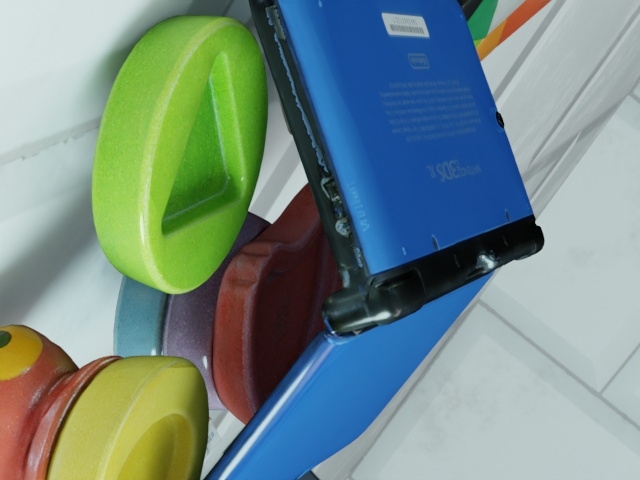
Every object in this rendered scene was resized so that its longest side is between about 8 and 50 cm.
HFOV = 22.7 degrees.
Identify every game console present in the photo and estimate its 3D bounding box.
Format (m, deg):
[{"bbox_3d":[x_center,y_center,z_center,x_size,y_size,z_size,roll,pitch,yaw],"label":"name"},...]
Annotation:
[{"bbox_3d":[0.000,0.000,0.865,0.173,0.250,0.293,-20,179,21],"label":"game console"}]

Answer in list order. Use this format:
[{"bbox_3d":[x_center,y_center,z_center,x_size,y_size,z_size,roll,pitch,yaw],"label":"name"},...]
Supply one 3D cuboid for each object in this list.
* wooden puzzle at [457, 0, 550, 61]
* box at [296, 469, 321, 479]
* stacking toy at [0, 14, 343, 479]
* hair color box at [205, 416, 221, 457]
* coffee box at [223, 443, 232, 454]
[{"bbox_3d":[0.134,-0.191,1.176,0.239,0.044,0.221,-48,169,-19],"label":"wooden puzzle"},{"bbox_3d":[-0.116,0.428,1.750,0.296,0.183,0.294,-33,164,-40],"label":"box"},{"bbox_3d":[-0.094,0.001,0.839,0.309,0.130,0.279,-37,136,-62],"label":"stacking toy"},{"bbox_3d":[-0.153,0.195,1.250,0.167,0.053,0.093,-48,168,-12],"label":"hair color box"},{"bbox_3d":[-0.051,0.219,1.794,0.113,0.040,0.184,-48,169,-5],"label":"coffee box"}]
